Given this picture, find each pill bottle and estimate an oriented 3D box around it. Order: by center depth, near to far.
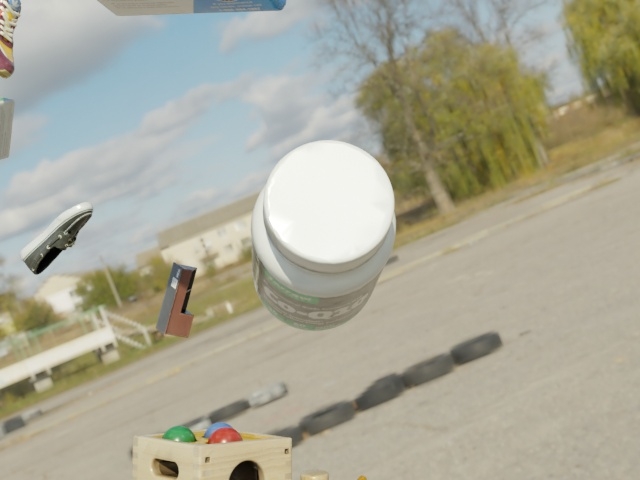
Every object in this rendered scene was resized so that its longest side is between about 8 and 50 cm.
[{"bbox_3d":[0.000,0.000,1.447,0.204,0.204,0.361,-22,-15,-10],"label":"pill bottle"}]

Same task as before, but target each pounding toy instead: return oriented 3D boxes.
[{"bbox_3d":[-0.072,0.252,1.098,0.206,0.094,0.181,5,-6,-43],"label":"pounding toy"}]

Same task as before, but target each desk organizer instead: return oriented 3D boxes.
[{"bbox_3d":[-0.259,0.111,1.841,0.050,0.130,0.047,13,5,-32],"label":"desk organizer"}]

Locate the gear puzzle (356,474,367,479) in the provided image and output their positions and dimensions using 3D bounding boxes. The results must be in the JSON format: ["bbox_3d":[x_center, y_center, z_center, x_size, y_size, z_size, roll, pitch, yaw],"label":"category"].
[{"bbox_3d":[0.070,0.475,1.335,0.175,0.339,0.044,-25,16,-34],"label":"gear puzzle"}]

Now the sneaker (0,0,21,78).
[{"bbox_3d":[-0.478,-0.325,1.467,0.084,0.185,0.069,-30,-22,1],"label":"sneaker"}]

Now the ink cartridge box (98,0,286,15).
[{"bbox_3d":[-0.238,-0.440,1.231,0.285,0.166,0.395,5,-12,25],"label":"ink cartridge box"}]

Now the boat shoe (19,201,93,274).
[{"bbox_3d":[-0.375,-0.003,1.437,0.142,0.040,0.049,-37,-10,20],"label":"boat shoe"}]

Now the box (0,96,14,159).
[{"bbox_3d":[-0.557,-0.183,1.581,0.101,0.102,0.087,15,18,11],"label":"box"}]
